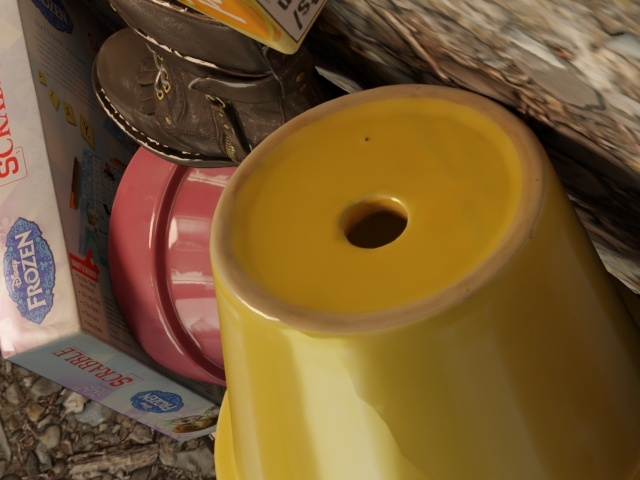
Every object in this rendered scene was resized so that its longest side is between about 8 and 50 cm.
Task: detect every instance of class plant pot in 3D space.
[{"bbox_3d":[0.052,0.062,0.912,0.254,0.254,0.239,29,153,38],"label":"plant pot"},{"bbox_3d":[-0.014,0.006,1.237,0.180,0.201,0.201,4,156,46],"label":"plant pot"}]

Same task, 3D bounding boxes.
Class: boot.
[{"bbox_3d":[-0.074,-0.116,0.985,0.263,0.091,0.229,24,166,36],"label":"boot"}]

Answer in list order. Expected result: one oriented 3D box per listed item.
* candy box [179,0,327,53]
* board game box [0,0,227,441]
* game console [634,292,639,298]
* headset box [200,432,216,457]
[{"bbox_3d":[-0.116,-0.178,0.467,0.183,0.088,0.316,30,175,31],"label":"candy box"},{"bbox_3d":[-0.171,-0.030,1.376,0.318,0.065,0.318,44,-150,-65],"label":"board game box"},{"bbox_3d":[0.243,0.109,0.959,0.213,0.044,0.361,58,178,-11],"label":"game console"},{"bbox_3d":[-0.058,0.071,1.705,0.246,0.131,0.283,54,-165,20],"label":"headset box"}]
